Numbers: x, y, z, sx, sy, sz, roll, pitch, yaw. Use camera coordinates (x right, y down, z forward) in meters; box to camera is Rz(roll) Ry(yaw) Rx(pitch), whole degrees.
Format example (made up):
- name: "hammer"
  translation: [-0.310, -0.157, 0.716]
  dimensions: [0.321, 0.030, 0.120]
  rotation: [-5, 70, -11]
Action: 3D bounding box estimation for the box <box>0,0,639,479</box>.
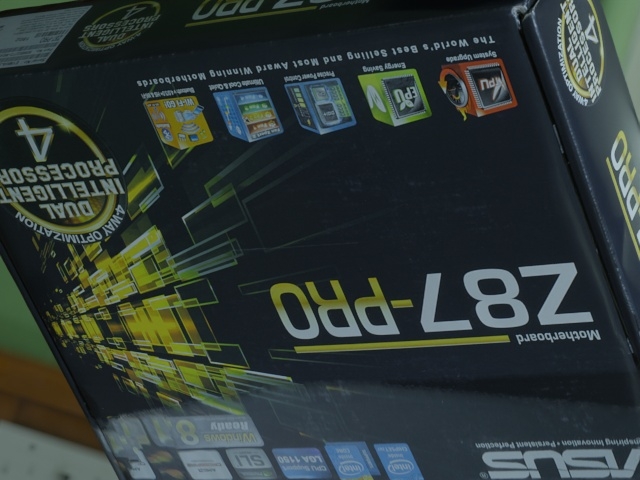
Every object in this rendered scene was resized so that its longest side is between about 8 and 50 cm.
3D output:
- name: "box"
  translation: [0.000, 0.000, 1.110]
  dimensions: [0.097, 0.395, 0.318]
  rotation: [-60, 136, -44]
